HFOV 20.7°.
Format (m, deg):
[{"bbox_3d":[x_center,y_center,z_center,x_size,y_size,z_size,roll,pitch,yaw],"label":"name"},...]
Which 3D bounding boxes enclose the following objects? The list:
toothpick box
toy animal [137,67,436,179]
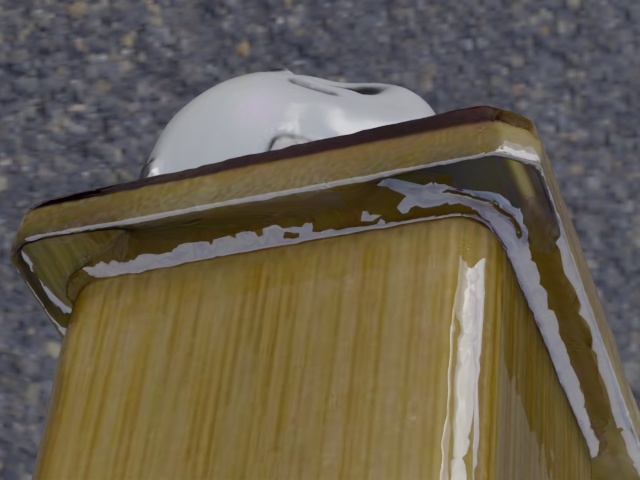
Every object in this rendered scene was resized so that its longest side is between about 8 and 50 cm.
[{"bbox_3d":[-0.005,0.143,0.526,0.308,0.188,0.190,-82,156,-43],"label":"toothpick box"},{"bbox_3d":[0.002,-0.005,1.017,0.235,0.187,0.165,41,44,-44],"label":"toy animal"}]
